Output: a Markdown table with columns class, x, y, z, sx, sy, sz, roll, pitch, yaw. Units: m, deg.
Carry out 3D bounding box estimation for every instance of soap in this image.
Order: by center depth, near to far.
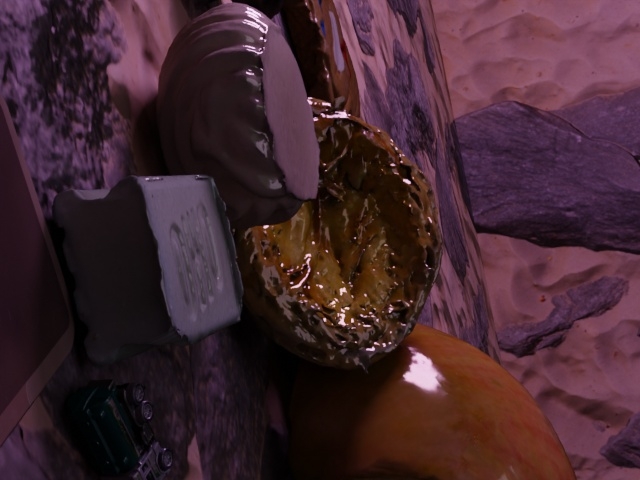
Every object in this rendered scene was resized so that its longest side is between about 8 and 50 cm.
| class | x | y | z | sx | sy | sz | roll | pitch | yaw |
| --- | --- | --- | --- | --- | --- | --- | --- | --- | --- |
| soap | -0.108 | 0.015 | 1.078 | 0.198 | 0.063 | 0.114 | -21 | 98 | -79 |

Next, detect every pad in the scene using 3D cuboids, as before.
| class | x | y | z | sx | sy | sz | roll | pitch | yaw |
| --- | --- | --- | --- | --- | --- | --- | --- | --- | --- |
| pad | -0.187 | 0.021 | 0.856 | 0.266 | 0.002 | 0.176 | -67 | 144 | -70 |

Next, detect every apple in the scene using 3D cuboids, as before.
| class | x | y | z | sx | sy | sz | roll | pitch | yaw |
| --- | --- | --- | --- | --- | --- | --- | --- | --- | --- |
| apple | 0.096 | 0.210 | 1.492 | 0.314 | 0.252 | 0.309 | 48 | -15 | 38 |

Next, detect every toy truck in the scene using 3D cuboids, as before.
| class | x | y | z | sx | sy | sz | roll | pitch | yaw |
| --- | --- | --- | --- | --- | --- | --- | --- | --- | --- |
| toy truck | -0.122 | 0.120 | 0.980 | 0.044 | 0.039 | 0.083 | -60 | 138 | -48 |

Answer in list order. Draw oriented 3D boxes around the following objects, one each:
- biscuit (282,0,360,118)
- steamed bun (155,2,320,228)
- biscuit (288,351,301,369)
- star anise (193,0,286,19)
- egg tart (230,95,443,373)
| class | x | y | z | sx | sy | sz | roll | pitch | yaw |
| --- | --- | --- | --- | --- | --- | --- | --- | --- | --- |
| biscuit | -0.007 | -0.245 | 1.875 | 0.183 | 0.047 | 0.319 | -92 | 164 | -49 |
| steamed bun | -0.071 | -0.090 | 1.266 | 0.183 | 0.106 | 0.182 | -11 | 90 | -74 |
| biscuit | -0.016 | 0.024 | 1.570 | 0.262 | 0.037 | 0.262 | -12 | 90 | -79 |
| star anise | -0.076 | -0.312 | 1.474 | 0.223 | 0.109 | 0.236 | -89 | 161 | -61 |
| egg tart | 0.000 | 0.000 | 1.413 | 0.232 | 0.098 | 0.252 | 10 | 67 | -33 |
